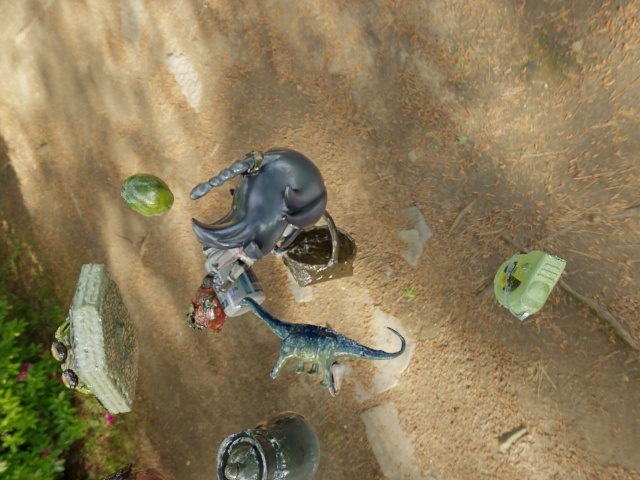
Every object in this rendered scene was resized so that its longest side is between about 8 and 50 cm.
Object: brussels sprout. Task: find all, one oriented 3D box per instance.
[{"bbox_3d":[-0.524,-0.142,1.222,0.155,0.155,0.117,-4,75,28],"label":"brussels sprout"}]

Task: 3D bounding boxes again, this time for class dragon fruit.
[{"bbox_3d":[-0.476,0.297,1.659,0.269,0.200,0.198,-37,76,14],"label":"dragon fruit"}]

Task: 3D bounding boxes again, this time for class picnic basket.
[{"bbox_3d":[0.000,0.000,1.711,0.337,0.338,0.293,-54,43,20],"label":"picnic basket"}]

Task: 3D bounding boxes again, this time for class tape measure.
[{"bbox_3d":[0.582,0.120,1.140,0.106,0.175,0.199,19,98,-10],"label":"tape measure"}]

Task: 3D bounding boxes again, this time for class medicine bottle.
[{"bbox_3d":[-0.225,0.087,1.012,0.107,0.107,0.191,-36,74,25],"label":"medicine bottle"}]

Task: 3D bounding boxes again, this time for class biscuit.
[{"bbox_3d":[-0.341,0.165,0.650,0.252,0.052,0.150,99,162,-47],"label":"biscuit"}]

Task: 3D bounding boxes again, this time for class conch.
[{"bbox_3d":[0.050,0.537,1.619,0.105,0.094,0.176,-6,65,44],"label":"conch"}]

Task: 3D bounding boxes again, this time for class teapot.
[{"bbox_3d":[-0.183,0.651,1.140,0.223,0.285,0.305,39,100,34],"label":"teapot"}]

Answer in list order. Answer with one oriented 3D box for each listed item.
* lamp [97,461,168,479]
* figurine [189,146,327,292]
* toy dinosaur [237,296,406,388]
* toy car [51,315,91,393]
[{"bbox_3d":[-0.360,0.481,0.719,0.182,0.182,0.139,-15,86,28],"label":"lamp"},{"bbox_3d":[-0.104,-0.048,0.692,0.175,0.265,0.196,31,138,13],"label":"figurine"},{"bbox_3d":[-0.015,0.224,0.832,0.364,0.076,0.147,11,95,14],"label":"toy dinosaur"},{"bbox_3d":[-0.694,0.339,1.209,0.143,0.201,0.247,-26,85,39],"label":"toy car"}]
